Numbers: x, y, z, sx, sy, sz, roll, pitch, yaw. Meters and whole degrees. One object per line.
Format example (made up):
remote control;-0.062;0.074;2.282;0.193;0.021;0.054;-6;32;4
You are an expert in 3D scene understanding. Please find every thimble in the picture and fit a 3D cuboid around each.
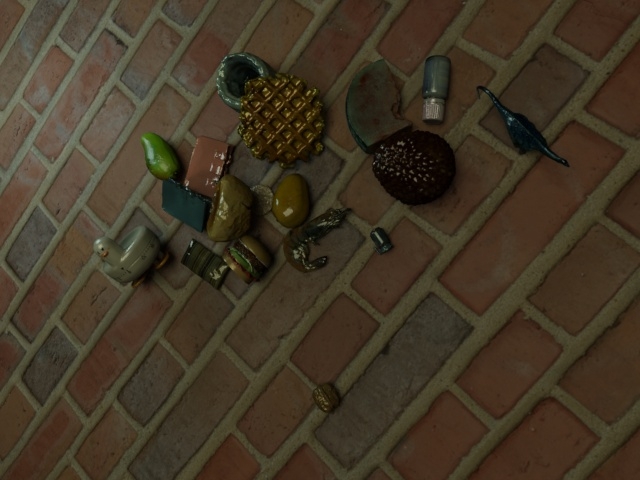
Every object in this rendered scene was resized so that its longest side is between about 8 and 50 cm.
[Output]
thimble;-0.256;-0.552;1.840;0.205;0.172;0.250;-47;73;14

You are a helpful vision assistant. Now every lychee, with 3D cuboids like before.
lychee;0.282;-0.223;1.570;0.236;0.271;0.236;-36;47;52

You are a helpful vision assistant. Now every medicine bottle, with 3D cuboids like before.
medicine bottle;0.364;-0.476;1.637;0.083;0.083;0.203;6;87;22

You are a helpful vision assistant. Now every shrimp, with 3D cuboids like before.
shrimp;0.000;0.000;1.765;0.296;0.058;0.169;-29;82;22

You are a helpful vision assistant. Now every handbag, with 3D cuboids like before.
handbag;-0.503;-0.135;1.933;0.221;0.057;0.144;31;131;21
handbag;-0.417;-0.276;1.944;0.157;0.059;0.213;19;95;23

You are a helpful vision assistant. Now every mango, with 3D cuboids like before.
mango;-0.626;-0.321;2.002;0.125;0.111;0.233;-42;73;6
mango;-0.098;-0.139;1.790;0.137;0.098;0.195;10;77;21

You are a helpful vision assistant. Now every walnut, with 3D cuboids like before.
walnut;0.018;0.519;1.707;0.078;0.082;0.096;-29;73;-12

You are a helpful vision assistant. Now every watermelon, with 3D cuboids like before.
watermelon;0.195;-0.424;1.698;0.226;0.148;0.319;11;76;4

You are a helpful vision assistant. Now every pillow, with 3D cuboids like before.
pillow;-0.435;0.087;1.935;0.203;0.038;0.113;31;98;21

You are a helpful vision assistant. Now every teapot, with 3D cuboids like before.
teapot;0.193;0.004;1.688;0.063;0.049;0.083;-36;75;15

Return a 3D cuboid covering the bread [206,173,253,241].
bread;-0.317;-0.104;1.823;0.134;0.244;0.245;10;90;-19

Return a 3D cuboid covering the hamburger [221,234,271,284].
hamburger;-0.249;0.058;1.801;0.137;0.175;0.175;-46;72;-1

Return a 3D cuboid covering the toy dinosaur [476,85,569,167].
toy dinosaur;0.593;-0.321;1.509;0.076;0.147;0.363;-41;66;12

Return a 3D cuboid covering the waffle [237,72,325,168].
waffle;-0.132;-0.398;1.748;0.301;0.068;0.325;-2;111;-4

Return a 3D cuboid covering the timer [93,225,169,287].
timer;-0.728;0.039;1.941;0.233;0.234;0.240;-37;118;15

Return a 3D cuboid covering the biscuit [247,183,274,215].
biscuit;-0.220;-0.148;1.880;0.120;0.015;0.120;-2;85;22
